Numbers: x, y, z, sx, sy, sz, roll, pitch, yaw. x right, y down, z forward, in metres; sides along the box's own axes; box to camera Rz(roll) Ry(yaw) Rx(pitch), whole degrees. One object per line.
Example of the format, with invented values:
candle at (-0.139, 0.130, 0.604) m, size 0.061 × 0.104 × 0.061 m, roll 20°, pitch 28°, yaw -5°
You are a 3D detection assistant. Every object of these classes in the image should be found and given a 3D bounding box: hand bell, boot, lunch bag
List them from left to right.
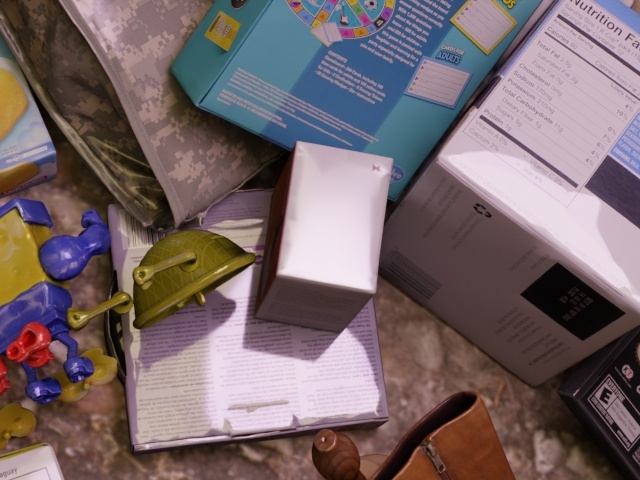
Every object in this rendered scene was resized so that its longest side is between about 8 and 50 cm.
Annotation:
lunch bag at (-0.141, -0.174, 1.500) m, size 0.235 × 0.169 × 0.287 m, roll -38°, pitch 104°, yaw -32°
hand bell at (0.026, 0.215, 1.393) m, size 0.126 × 0.242 × 0.126 m, roll -5°, pitch 63°, yaw 11°
boot at (0.113, 0.315, 1.388) m, size 0.264 × 0.096 × 0.280 m, roll -44°, pitch 126°, yaw -17°

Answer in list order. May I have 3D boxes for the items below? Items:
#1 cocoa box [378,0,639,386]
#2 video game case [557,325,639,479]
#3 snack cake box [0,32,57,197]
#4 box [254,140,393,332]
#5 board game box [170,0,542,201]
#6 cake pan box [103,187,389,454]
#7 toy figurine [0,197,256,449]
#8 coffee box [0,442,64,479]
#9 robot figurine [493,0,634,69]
cocoa box at (0.221, -0.042, 1.450) m, size 0.231 × 0.347 × 0.228 m, roll 37°, pitch 73°, yaw 2°
video game case at (0.388, 0.155, 1.526) m, size 0.248 × 0.035 × 0.275 m, roll -46°, pitch 112°, yaw -16°
snack cake box at (-0.406, -0.094, 1.506) m, size 0.264 × 0.089 × 0.152 m, roll -22°, pitch 80°, yaw -14°
box at (0.000, 0.000, 1.430) m, size 0.091 × 0.170 × 0.130 m, roll 10°, pitch 73°, yaw -6°
board game box at (0.062, -0.226, 1.406) m, size 0.254 × 0.079 × 0.336 m, roll 24°, pitch 109°, yaw -38°
cake pan box at (-0.078, 0.076, 1.521) m, size 0.267 × 0.070 × 0.245 m, roll -7°, pitch 74°, yaw -10°
toy figurine at (-0.268, 0.024, 1.406) m, size 0.362 × 0.191 × 0.217 m, roll -33°, pitch 72°, yaw 12°
coffee box at (-0.338, 0.391, 1.233) m, size 0.338 × 0.337 × 0.334 m, roll -18°, pitch 78°, yaw -22°
robot figurine at (0.155, -0.315, 1.591) m, size 0.353 × 0.200 × 0.300 m, roll 40°, pitch 97°, yaw 3°
